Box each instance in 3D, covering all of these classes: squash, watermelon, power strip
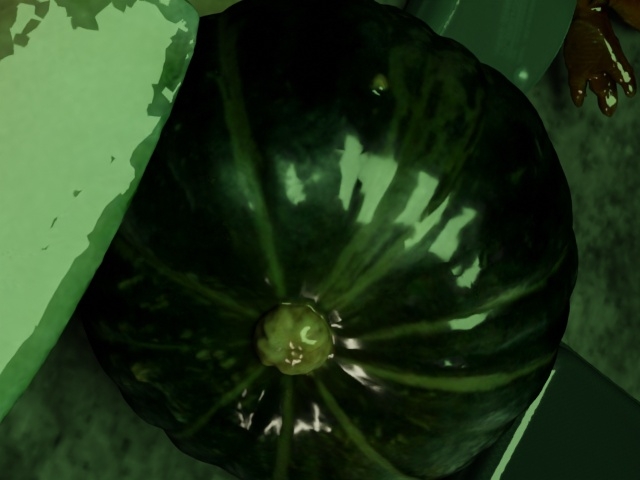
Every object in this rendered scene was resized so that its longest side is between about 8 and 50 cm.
[{"bbox_3d":[0.002,0.002,0.624,0.218,0.218,0.172,55,34,-23],"label":"squash"},{"bbox_3d":[-0.166,-0.056,0.478,0.151,0.264,0.302,-29,105,-27],"label":"watermelon"},{"bbox_3d":[0.069,-0.150,0.734,0.137,0.044,0.215,15,87,-32],"label":"power strip"}]

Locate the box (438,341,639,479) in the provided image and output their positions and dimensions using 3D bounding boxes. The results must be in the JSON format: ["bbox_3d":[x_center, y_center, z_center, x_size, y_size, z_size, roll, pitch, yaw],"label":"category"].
[{"bbox_3d":[0.152,0.169,0.807,0.230,0.050,0.160,37,76,-28],"label":"box"}]

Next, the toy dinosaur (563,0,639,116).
[{"bbox_3d":[0.204,-0.169,0.786,0.208,0.097,0.432,-28,112,-41],"label":"toy dinosaur"}]
